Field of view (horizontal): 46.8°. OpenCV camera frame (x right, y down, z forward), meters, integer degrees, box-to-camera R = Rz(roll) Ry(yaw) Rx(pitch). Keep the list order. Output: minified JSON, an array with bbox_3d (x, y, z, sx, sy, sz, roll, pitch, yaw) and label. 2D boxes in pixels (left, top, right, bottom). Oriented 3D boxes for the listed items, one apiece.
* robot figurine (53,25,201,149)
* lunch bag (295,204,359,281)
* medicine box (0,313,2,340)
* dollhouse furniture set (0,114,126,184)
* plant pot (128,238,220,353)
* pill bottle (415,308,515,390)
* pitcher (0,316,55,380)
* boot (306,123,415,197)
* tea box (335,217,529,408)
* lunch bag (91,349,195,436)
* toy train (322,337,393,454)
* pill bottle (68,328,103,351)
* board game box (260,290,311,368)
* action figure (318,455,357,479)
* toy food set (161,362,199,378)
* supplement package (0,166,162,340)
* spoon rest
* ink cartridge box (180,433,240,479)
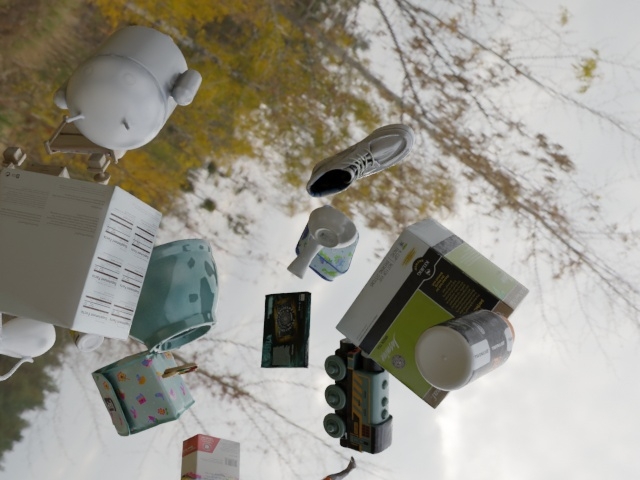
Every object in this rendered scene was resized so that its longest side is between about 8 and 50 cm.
[{"bbox_3d":[-0.399,-0.320,1.547,0.353,0.300,0.199,-76,161,-54],"label":"robot figurine"},{"bbox_3d":[0.021,0.005,2.320,0.090,0.176,0.218,-33,-155,41],"label":"lunch bag"},{"bbox_3d":[-0.954,0.164,1.839,0.264,0.149,0.289,-20,-145,-12],"label":"medicine box"},{"bbox_3d":[-0.679,-0.216,2.022,0.355,0.304,0.173,-75,166,-47],"label":"dollhouse furniture set"},{"bbox_3d":[-0.362,0.151,1.770,0.293,0.293,0.196,-41,-111,43],"label":"plant pot"},{"bbox_3d":[0.305,0.212,1.494,0.131,0.246,0.130,6,-80,37],"label":"pill bottle"},{"bbox_3d":[-0.888,0.312,2.166,0.126,0.207,0.177,-18,-100,36],"label":"pitcher"},{"bbox_3d":[0.088,-0.165,1.633,0.258,0.095,0.123,-26,-162,23],"label":"boot"},{"bbox_3d":[0.279,0.172,1.840,0.329,0.324,0.220,-56,164,22],"label":"tea box"},{"bbox_3d":[-0.549,0.455,2.215,0.263,0.223,0.160,-22,-175,19],"label":"lunch bag"},{"bbox_3d":[0.115,0.444,2.099,0.190,0.142,0.333,9,-77,36],"label":"toy train"},{"bbox_3d":[-0.558,0.200,1.730,0.065,0.065,0.116,-54,-128,17],"label":"pill bottle"},{"bbox_3d":[-0.084,0.219,1.803,0.126,0.026,0.186,-6,-107,30],"label":"board game box"},{"bbox_3d":[-0.030,0.629,1.454,0.178,0.331,0.341,101,-32,-67],"label":"action figure"},{"bbox_3d":[-0.315,0.293,1.673,0.083,0.083,0.020,49,28,-82],"label":"toy food set"},{"bbox_3d":[-0.371,0.023,1.076,0.149,0.194,0.203,44,58,-69],"label":"supplement package"},{"bbox_3d":[0.000,0.000,1.991,0.276,0.137,0.084,-48,-170,46],"label":"spoon rest"},{"bbox_3d":[-0.236,0.525,1.574,0.067,0.115,0.198,-34,-135,37],"label":"ink cartridge box"}]
